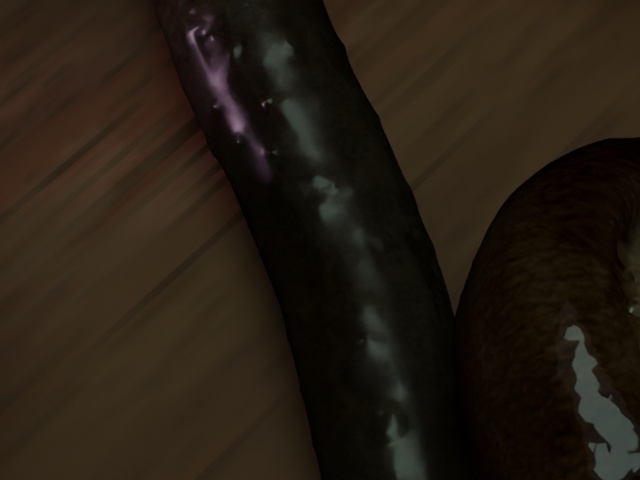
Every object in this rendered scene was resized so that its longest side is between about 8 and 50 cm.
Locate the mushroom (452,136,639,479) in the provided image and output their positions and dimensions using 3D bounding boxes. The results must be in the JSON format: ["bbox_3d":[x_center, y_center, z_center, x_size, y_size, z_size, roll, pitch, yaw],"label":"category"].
[{"bbox_3d":[0.083,0.030,0.354,0.127,0.087,0.127,23,47,-27],"label":"mushroom"}]

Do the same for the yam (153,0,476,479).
[{"bbox_3d":[0.000,0.000,0.401,0.045,0.045,0.326,-30,60,24],"label":"yam"}]
